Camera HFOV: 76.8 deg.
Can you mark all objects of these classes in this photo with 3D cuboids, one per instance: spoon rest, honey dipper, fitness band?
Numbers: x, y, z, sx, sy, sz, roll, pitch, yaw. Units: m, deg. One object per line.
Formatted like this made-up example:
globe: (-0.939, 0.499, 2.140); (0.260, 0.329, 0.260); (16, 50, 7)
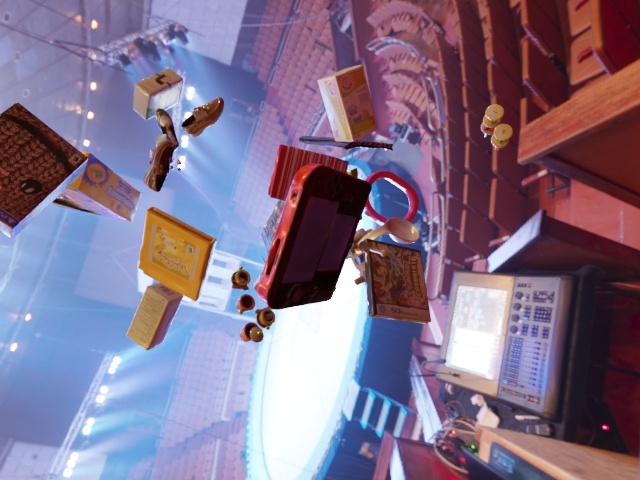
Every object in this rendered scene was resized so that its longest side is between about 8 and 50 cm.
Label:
spoon rest: (0.271, -0.026, 1.543); (0.137, 0.276, 0.084); (51, 141, 27)
honey dipper: (0.140, 0.025, 1.073); (0.160, 0.030, 0.031); (-153, 81, -75)
fitness band: (0.292, -0.166, 1.695); (0.054, 0.290, 0.209); (11, 75, 62)

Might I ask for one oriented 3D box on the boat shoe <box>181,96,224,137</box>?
boat shoe: (-0.710, -0.748, 2.428); (0.324, 0.116, 0.123); (-36, 59, 22)

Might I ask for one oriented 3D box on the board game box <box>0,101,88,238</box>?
board game box: (-0.874, -0.198, 1.152); (0.141, 0.232, 0.291); (-17, 38, 51)

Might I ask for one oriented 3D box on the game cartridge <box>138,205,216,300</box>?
game cartridge: (-0.573, 0.062, 1.587); (0.324, 0.285, 0.053); (-65, -4, 32)

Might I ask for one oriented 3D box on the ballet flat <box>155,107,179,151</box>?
ballet flat: (-0.659, -0.480, 1.750); (0.070, 0.070, 0.189); (-117, 10, -71)

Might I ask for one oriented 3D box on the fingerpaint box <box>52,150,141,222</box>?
fingerpaint box: (-1.041, -0.237, 1.695); (0.445, 0.370, 0.164); (93, -171, -77)

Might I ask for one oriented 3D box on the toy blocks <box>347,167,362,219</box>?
toy blocks: (0.128, -0.279, 2.453); (0.261, 0.190, 0.382); (36, 144, 49)

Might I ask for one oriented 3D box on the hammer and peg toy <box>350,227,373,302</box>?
hammer and peg toy: (0.237, 0.130, 1.942); (0.362, 0.127, 0.266); (63, 159, 8)

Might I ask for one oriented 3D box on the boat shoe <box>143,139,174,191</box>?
boat shoe: (-0.500, -0.233, 1.279); (0.064, 0.060, 0.178); (-16, -35, -58)

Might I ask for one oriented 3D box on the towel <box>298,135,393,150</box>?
towel: (0.105, -0.378, 1.588); (0.243, 0.335, 0.040); (15, 107, 37)

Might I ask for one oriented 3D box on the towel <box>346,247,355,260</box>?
towel: (0.061, -0.016, 1.798); (0.021, 0.237, 0.102); (-36, -8, -27)

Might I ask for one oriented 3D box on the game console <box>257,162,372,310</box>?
game console: (0.000, 0.000, 1.101); (0.060, 0.341, 0.387); (26, 101, 34)

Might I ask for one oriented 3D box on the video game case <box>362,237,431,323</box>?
video game case: (0.267, 0.142, 1.411); (0.035, 0.248, 0.275); (-39, 46, 52)

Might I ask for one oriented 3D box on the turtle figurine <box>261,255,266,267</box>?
turtle figurine: (-0.100, 0.096, 1.531); (0.175, 0.234, 0.118); (-12, 44, 42)

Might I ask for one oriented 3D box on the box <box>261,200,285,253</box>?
box: (-0.133, -0.080, 1.752); (0.319, 0.097, 0.395); (-62, 22, 12)

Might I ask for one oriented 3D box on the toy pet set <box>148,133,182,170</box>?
toy pet set: (-0.580, -0.337, 1.527); (0.065, 0.122, 0.114); (-39, 56, 41)

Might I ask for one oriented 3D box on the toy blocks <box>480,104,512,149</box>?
toy blocks: (0.552, -0.341, 1.279); (0.148, 0.054, 0.124); (38, -145, -73)

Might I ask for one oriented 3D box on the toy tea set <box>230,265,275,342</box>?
toy tea set: (-0.254, 0.256, 1.677); (0.124, 0.199, 0.337); (-35, 57, 42)

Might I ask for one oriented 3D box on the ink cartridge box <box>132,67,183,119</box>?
ink cartridge box: (-0.723, -0.655, 1.802); (0.208, 0.086, 0.153); (-51, 1, -41)

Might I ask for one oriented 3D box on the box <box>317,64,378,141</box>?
box: (0.088, -0.428, 1.271); (0.103, 0.114, 0.203); (22, 136, 56)

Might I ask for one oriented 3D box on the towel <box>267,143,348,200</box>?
towel: (-0.045, -0.230, 1.495); (0.031, 0.274, 0.199); (-134, 56, -71)

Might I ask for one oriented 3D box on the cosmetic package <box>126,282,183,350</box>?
cosmetic package: (-0.831, 0.377, 2.030); (0.296, 0.153, 0.129); (-61, -12, 12)
